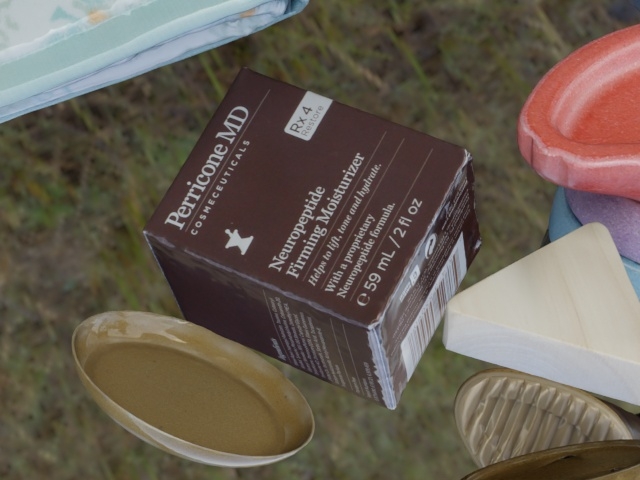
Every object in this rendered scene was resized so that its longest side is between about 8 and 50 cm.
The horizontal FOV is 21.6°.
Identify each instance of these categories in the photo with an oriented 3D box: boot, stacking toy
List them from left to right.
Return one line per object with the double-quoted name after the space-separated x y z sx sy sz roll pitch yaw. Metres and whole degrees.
0.185 0.145 1.163 0.090 0.248 0.207 -58 -170 7 "boot"
0.212 0.046 0.721 0.279 0.309 0.130 -46 149 -41 "stacking toy"

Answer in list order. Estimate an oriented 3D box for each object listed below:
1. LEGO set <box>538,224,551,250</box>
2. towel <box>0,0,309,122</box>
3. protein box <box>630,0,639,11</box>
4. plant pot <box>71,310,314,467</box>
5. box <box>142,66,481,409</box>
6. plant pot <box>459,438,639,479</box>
0.350 0.024 1.706 0.331 0.255 0.192 109 4 -72 "LEGO set"
-0.226 -0.246 1.145 0.374 0.320 0.090 -18 175 7 "towel"
0.363 -0.226 1.400 0.200 0.201 0.136 34 92 -45 "protein box"
-0.120 0.139 1.527 0.236 0.236 0.032 3 119 -48 "plant pot"
0.000 0.000 1.328 0.168 0.203 0.167 -61 161 -20 "box"
0.154 0.247 0.921 0.237 0.254 0.237 -13 -179 0 "plant pot"
